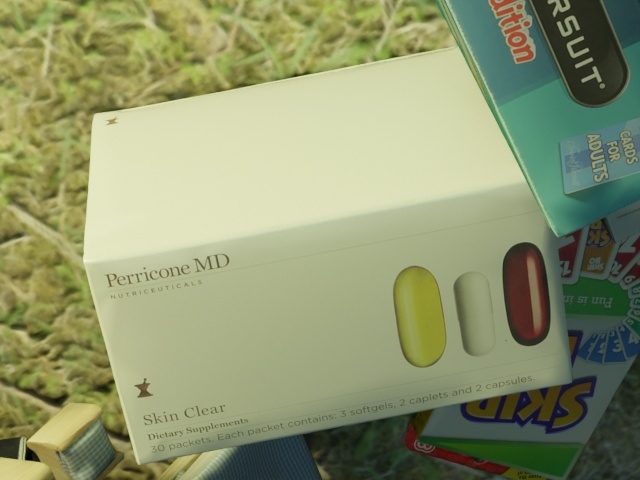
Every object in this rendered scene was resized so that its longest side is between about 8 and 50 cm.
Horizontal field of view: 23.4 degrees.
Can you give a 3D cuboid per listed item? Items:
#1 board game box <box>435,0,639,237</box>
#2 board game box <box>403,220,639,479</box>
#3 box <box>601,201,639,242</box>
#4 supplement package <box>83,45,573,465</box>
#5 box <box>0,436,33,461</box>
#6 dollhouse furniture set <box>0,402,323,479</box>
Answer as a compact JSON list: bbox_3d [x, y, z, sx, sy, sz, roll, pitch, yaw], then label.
[{"bbox_3d":[0.069,-0.192,0.776,0.079,0.336,0.254,-26,119,7],"label":"board game box"},{"bbox_3d":[0.164,0.069,1.105,0.124,0.039,0.259,17,118,-15],"label":"board game box"},{"bbox_3d":[0.246,-0.079,0.969,0.186,0.145,0.038,-22,118,5],"label":"box"},{"bbox_3d":[0.000,0.000,0.948,0.262,0.204,0.145,-11,119,0],"label":"supplement package"},{"bbox_3d":[-0.350,0.337,1.105,0.343,0.179,0.312,-9,120,-2],"label":"box"},{"bbox_3d":[-0.034,0.199,1.000,0.198,0.303,0.286,4,123,39],"label":"dollhouse furniture set"}]
